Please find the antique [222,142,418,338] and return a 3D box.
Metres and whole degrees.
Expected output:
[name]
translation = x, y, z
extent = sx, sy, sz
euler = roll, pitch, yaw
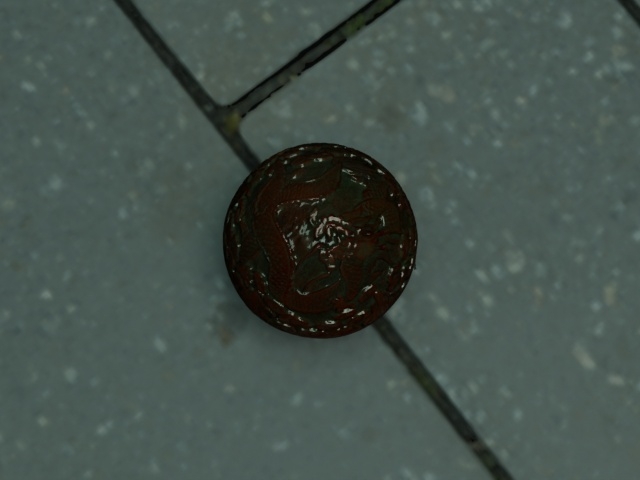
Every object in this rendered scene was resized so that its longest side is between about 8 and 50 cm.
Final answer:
[antique]
translation = 0.000, 0.000, 0.713
extent = 0.104, 0.104, 0.104
euler = 0, 79, -1
